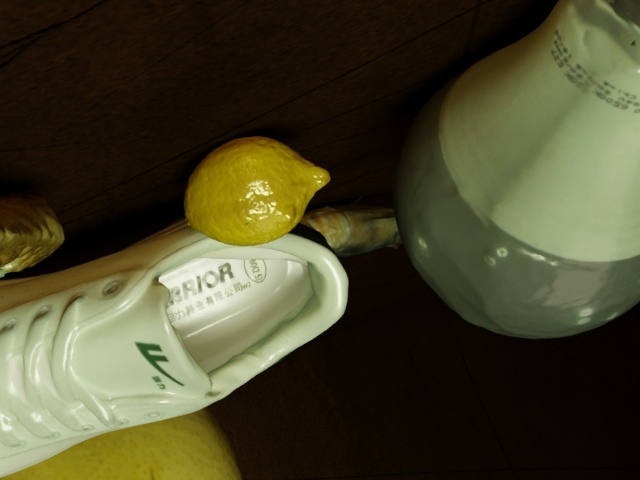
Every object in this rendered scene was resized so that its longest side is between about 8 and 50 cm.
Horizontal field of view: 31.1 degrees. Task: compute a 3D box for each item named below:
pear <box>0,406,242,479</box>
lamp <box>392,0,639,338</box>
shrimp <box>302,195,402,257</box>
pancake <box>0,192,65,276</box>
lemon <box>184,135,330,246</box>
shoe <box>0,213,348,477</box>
[{"bbox_3d":[-0.232,0.242,0.976,0.348,0.348,0.348,-22,172,-3],"label":"pear"},{"bbox_3d":[0.157,-0.047,0.662,0.181,0.182,0.314,-19,171,-23],"label":"lamp"},{"bbox_3d":[0.000,0.000,1.051,0.217,0.051,0.150,-8,168,-34],"label":"shrimp"},{"bbox_3d":[-0.252,0.066,0.480,0.376,0.054,0.197,-32,165,-46],"label":"pancake"},{"bbox_3d":[-0.039,-0.029,0.675,0.092,0.065,0.065,-15,174,17],"label":"lemon"},{"bbox_3d":[-0.147,0.075,0.709,0.363,0.132,0.160,-23,-166,-18],"label":"shoe"}]
